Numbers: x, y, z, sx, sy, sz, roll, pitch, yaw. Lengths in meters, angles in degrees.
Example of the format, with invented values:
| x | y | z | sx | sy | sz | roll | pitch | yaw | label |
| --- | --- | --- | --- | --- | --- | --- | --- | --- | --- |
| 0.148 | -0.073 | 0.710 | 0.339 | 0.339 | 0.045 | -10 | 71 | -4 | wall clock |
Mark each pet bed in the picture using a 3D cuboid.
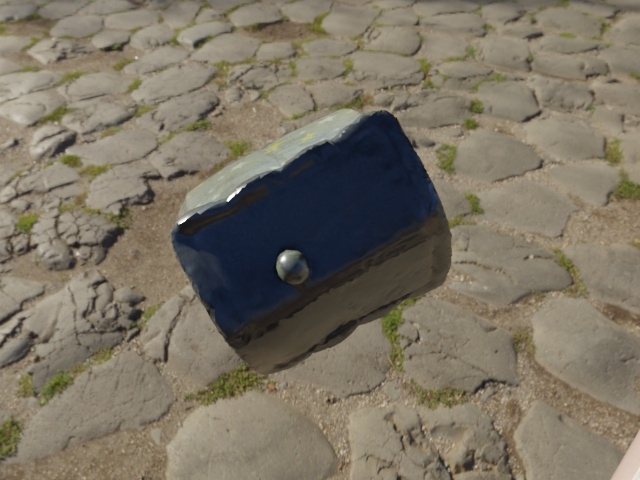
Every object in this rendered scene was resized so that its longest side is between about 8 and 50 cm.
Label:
| x | y | z | sx | sy | sz | roll | pitch | yaw | label |
| --- | --- | --- | --- | --- | --- | --- | --- | --- | --- |
| 0.000 | 0.000 | 0.421 | 0.211 | 0.183 | 0.159 | -27 | 30 | -4 | pet bed |

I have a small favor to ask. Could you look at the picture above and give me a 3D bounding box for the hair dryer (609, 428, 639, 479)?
| x | y | z | sx | sy | sz | roll | pitch | yaw | label |
| --- | --- | --- | --- | --- | --- | --- | --- | --- | --- |
| 0.212 | 0.219 | 0.335 | 0.107 | 0.189 | 0.344 | 30 | 76 | 39 | hair dryer |
